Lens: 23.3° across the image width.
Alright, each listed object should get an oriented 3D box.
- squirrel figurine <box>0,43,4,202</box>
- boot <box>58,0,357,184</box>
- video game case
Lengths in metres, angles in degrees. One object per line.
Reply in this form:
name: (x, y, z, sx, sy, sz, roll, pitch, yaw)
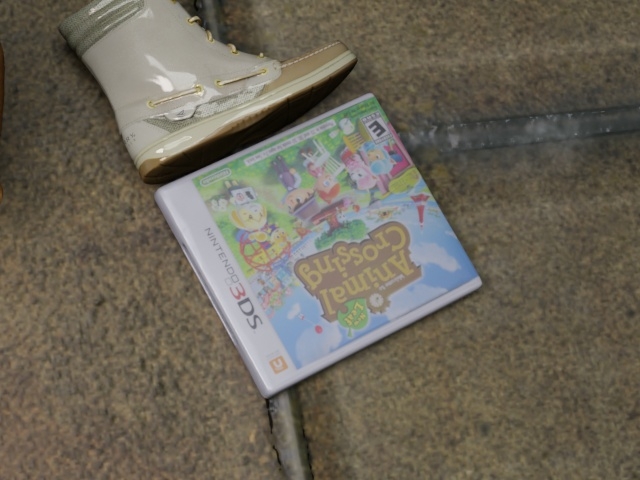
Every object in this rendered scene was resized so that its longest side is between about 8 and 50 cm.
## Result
squirrel figurine: (-0.366, -0.108, 1.039, 0.371, 0.397, 0.281, 4, 86, -35)
boot: (-0.091, -0.159, 1.287, 0.213, 0.077, 0.165, -28, 78, -19)
video game case: (0.000, 0.000, 1.283, 0.212, 0.023, 0.193, -26, 80, -20)
